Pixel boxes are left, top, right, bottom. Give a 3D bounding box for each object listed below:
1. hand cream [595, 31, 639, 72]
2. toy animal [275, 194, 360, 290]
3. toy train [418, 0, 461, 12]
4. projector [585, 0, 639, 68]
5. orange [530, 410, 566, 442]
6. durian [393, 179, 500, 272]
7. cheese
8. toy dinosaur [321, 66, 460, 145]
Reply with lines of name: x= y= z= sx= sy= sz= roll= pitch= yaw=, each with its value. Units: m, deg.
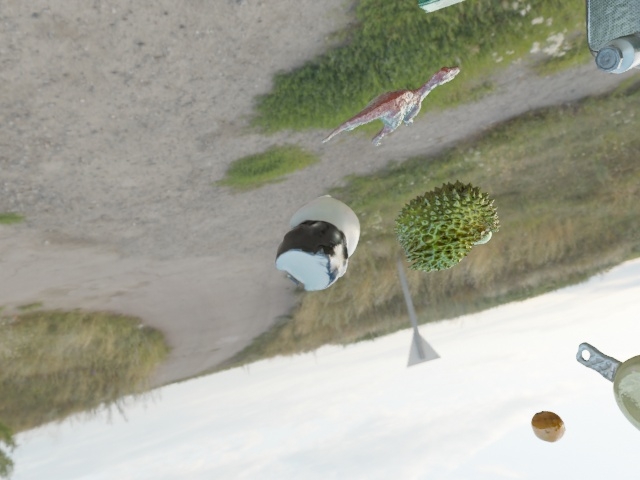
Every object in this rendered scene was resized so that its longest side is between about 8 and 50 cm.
hand cream: x=0.550 y=-0.327 z=0.897 sx=0.256 sy=0.055 sz=0.088 roll=-23 pitch=-165 yaw=-28
toy animal: x=-0.004 y=0.004 z=1.563 sx=0.213 sy=0.212 sz=0.266 roll=-23 pitch=-154 yaw=37
toy train: x=0.291 y=-0.568 z=1.094 sx=0.269 sy=0.115 sz=0.154 roll=-6 pitch=-171 yaw=35
projector: x=0.898 y=-0.701 z=1.349 sx=0.395 sy=0.242 sz=0.405 roll=-31 pitch=130 yaw=-11
orange: x=0.578 y=0.473 z=1.360 sx=0.084 sy=0.083 sz=0.083 roll=-15 pitch=170 yaw=-3
durian: x=0.282 y=-0.037 z=1.218 sx=0.237 sy=0.176 sz=0.200 roll=-31 pitch=175 yaw=-9
cheese: x=0.617 y=0.262 z=1.033 sx=0.071 sy=0.249 sz=0.163 roll=-3 pitch=130 yaw=-27
toy dinosaur: x=0.107 y=-0.216 z=0.881 sx=0.242 sy=0.053 sz=0.167 roll=-20 pitch=166 yaw=-36
